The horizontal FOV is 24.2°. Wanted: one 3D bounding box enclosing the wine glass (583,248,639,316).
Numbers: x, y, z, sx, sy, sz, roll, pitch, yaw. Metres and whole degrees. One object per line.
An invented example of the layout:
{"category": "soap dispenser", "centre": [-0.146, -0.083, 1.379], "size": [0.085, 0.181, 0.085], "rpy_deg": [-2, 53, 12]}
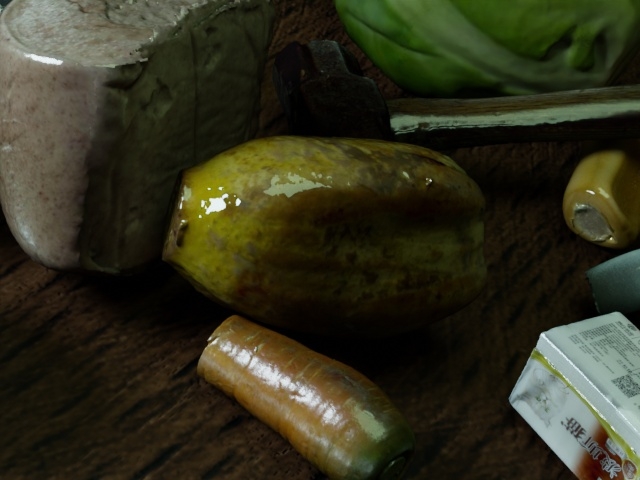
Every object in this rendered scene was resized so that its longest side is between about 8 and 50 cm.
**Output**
{"category": "wine glass", "centre": [0.356, 0.023, 1.449], "size": [0.198, 0.066, 0.066], "rpy_deg": [-20, 41, 4]}

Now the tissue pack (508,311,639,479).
{"category": "tissue pack", "centre": [0.255, 0.148, 1.280], "size": [0.106, 0.099, 0.148], "rpy_deg": [-11, 45, -36]}

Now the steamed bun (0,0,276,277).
{"category": "steamed bun", "centre": [-0.187, -0.119, 1.325], "size": [0.199, 0.251, 0.301], "rpy_deg": [22, 31, 21]}

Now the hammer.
{"category": "hammer", "centre": [0.168, -0.128, 1.538], "size": [0.409, 0.095, 0.242], "rpy_deg": [-6, 40, -8]}

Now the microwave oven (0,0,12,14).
{"category": "microwave oven", "centre": [-0.266, -0.201, 1.466], "size": [0.205, 0.163, 0.129], "rpy_deg": [-18, 51, -42]}

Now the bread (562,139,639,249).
{"category": "bread", "centre": [0.315, -0.075, 1.610], "size": [0.092, 0.074, 0.239], "rpy_deg": [55, 35, -17]}

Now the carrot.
{"category": "carrot", "centre": [-0.009, 0.128, 1.214], "size": [0.193, 0.087, 0.087], "rpy_deg": [36, 40, 27]}

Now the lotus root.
{"category": "lotus root", "centre": [-0.004, -0.005, 1.301], "size": [0.291, 0.193, 0.193], "rpy_deg": [1, 39, -29]}

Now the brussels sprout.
{"category": "brussels sprout", "centre": [0.183, -0.291, 1.685], "size": [0.371, 0.275, 0.315], "rpy_deg": [38, 27, 19]}
